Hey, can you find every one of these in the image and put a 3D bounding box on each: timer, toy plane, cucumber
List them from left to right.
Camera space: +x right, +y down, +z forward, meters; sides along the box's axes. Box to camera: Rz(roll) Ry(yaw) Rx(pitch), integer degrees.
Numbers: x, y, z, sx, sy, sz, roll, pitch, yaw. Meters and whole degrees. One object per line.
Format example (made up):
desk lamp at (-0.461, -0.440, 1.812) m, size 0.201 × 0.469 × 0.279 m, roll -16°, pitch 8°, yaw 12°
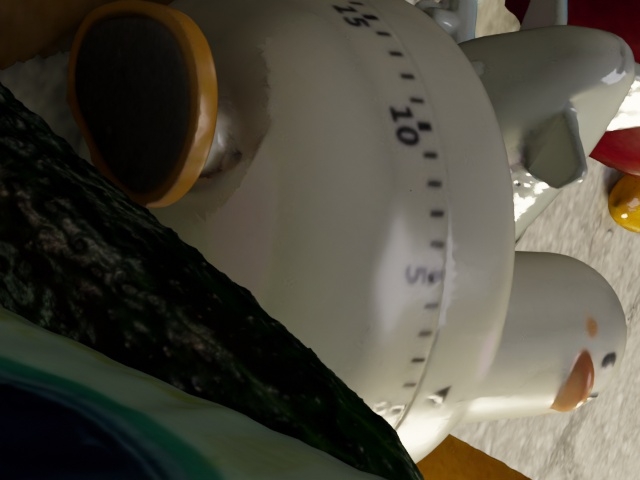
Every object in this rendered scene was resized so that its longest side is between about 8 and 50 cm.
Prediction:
cucumber at (-0.070, 0.020, 0.520) m, size 0.067 × 0.293 × 0.067 m, roll -34°, pitch 145°, yaw -27°
timer at (0.000, 0.000, 0.665) m, size 0.240 × 0.233 × 0.233 m, roll 1°, pitch 106°, yaw -37°
toy plane at (0.075, -0.034, 0.804) m, size 0.122 × 0.267 × 0.267 m, roll 18°, pitch 90°, yaw -27°

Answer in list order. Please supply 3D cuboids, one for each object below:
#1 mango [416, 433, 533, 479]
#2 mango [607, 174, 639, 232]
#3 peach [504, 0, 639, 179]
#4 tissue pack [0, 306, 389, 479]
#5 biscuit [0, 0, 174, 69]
mango at (0.049, 0.204, 0.925) m, size 0.350 × 0.201 × 0.199 m, roll 53°, pitch 31°, yaw -45°
mango at (0.283, -0.034, 1.304) m, size 0.089 × 0.046 × 0.060 m, roll -13°, pitch 117°, yaw -51°
peach at (0.279, -0.244, 0.991) m, size 0.339 × 0.353 × 0.416 m, roll 60°, pitch 13°, yaw -59°
tissue pack at (-0.136, 0.118, 0.375) m, size 0.287 × 0.388 × 0.162 m, roll -13°, pitch 118°, yaw -56°
biscuit at (-0.104, -0.194, 0.630) m, size 0.232 × 0.013 × 0.237 m, roll -26°, pitch 128°, yaw -50°
